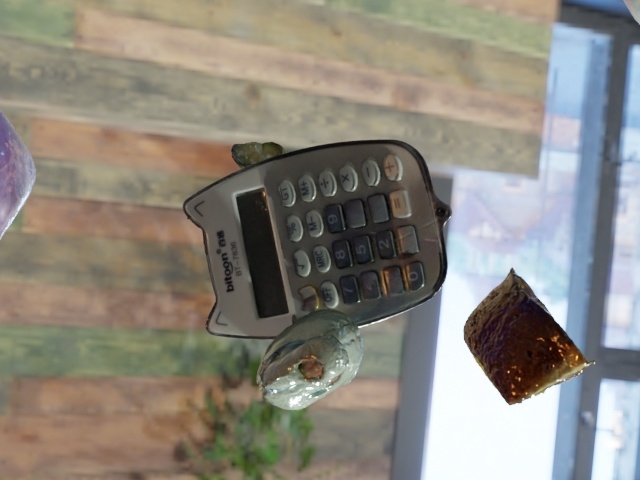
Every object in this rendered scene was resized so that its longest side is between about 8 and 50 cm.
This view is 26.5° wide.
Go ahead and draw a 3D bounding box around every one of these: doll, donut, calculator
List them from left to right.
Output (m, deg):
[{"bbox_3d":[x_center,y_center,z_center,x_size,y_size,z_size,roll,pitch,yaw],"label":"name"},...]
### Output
[{"bbox_3d":[-0.011,0.105,1.205,0.103,0.072,0.214,-28,177,-5],"label":"doll"},{"bbox_3d":[0.000,0.000,1.288,0.268,0.177,0.040,-11,178,26],"label":"calculator"},{"bbox_3d":[0.231,0.120,1.604,0.112,0.151,0.295,-37,170,0],"label":"donut"}]

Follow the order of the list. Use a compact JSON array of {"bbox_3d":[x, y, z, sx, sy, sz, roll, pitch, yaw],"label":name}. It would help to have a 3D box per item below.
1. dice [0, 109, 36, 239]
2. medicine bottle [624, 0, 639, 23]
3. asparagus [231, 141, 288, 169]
[{"bbox_3d":[-0.416,-0.041,1.091,0.270,0.270,0.271,44,160,-17],"label":"dice"},{"bbox_3d":[0.399,-0.319,1.522,0.152,0.255,0.152,-17,151,-10],"label":"medicine bottle"},{"bbox_3d":[-0.038,-0.054,2.176,0.082,0.085,0.343,41,173,43],"label":"asparagus"}]
